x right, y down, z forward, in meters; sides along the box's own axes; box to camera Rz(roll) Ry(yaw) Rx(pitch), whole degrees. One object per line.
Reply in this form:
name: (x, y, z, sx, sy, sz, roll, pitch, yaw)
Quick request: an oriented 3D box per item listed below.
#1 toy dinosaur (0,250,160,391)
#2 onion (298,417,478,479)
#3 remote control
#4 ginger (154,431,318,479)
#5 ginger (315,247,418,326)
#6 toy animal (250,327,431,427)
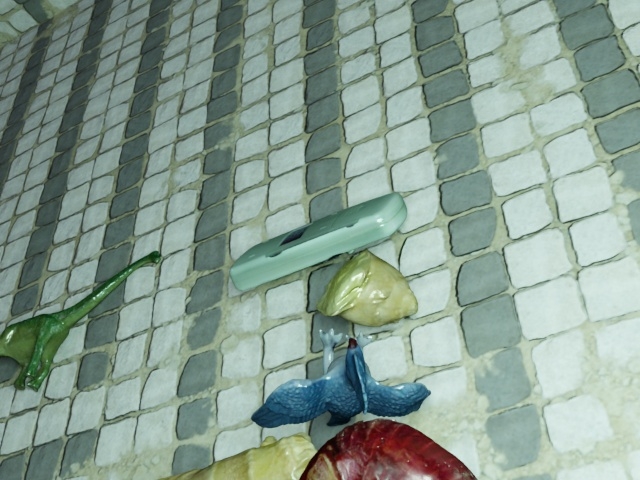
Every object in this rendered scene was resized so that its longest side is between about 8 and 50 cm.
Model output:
toy dinosaur: (-0.541, 0.145, 1.580, 0.446, 0.087, 0.301, -2, 57, 28)
onion: (0.063, 0.320, 0.892, 0.252, 0.219, 0.252, -14, 58, 25)
remote control: (0.000, 0.000, 1.284, 0.296, 0.056, 0.140, -21, 14, 21)
ginger: (-0.140, 0.366, 1.076, 0.353, 0.126, 0.190, -22, 43, 26)
ginger: (0.072, 0.077, 1.191, 0.115, 0.122, 0.193, -63, 9, 4)
toy animal: (0.027, 0.192, 1.006, 0.239, 0.256, 0.176, -2, 40, -1)
